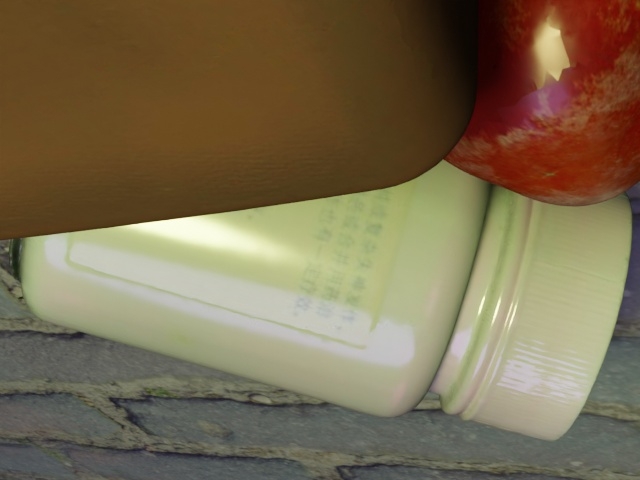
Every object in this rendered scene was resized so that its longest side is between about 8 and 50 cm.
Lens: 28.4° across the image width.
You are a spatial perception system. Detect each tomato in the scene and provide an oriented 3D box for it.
[{"bbox_3d":[0.131,-0.099,0.680,0.187,0.151,0.187,8,150,5],"label":"tomato"}]

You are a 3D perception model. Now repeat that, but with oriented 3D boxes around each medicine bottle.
[{"bbox_3d":[0.000,0.000,0.866,0.379,0.213,0.213,17,153,-1],"label":"medicine bottle"}]

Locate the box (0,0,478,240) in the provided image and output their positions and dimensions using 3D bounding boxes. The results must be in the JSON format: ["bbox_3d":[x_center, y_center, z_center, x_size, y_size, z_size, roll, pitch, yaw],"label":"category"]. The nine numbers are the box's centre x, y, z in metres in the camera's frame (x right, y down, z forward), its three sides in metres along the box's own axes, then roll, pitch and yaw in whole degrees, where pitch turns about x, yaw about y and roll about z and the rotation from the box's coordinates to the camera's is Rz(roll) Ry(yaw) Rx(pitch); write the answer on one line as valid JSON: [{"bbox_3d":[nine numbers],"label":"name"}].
[{"bbox_3d":[-0.112,-0.150,0.527,0.339,0.239,0.229,-7,151,18],"label":"box"}]
